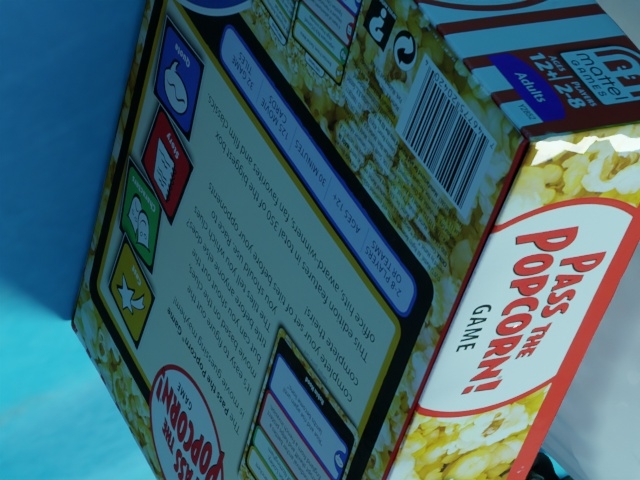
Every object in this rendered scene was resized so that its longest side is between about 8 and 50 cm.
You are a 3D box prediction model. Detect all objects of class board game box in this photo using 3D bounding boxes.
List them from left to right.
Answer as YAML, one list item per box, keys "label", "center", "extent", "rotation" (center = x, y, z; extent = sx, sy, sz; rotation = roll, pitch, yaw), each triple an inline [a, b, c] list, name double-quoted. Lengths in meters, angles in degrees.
- label: "board game box"
  center: [0.000, 0.000, 0.483]
  extent: [0.045, 0.147, 0.193]
  rotation: [-9, 138, -30]

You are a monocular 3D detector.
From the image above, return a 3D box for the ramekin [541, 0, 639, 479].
- label: "ramekin"
  center: [0.154, -0.024, 0.590]
  extent: [0.273, 0.127, 0.273]
  rotation: [-21, 142, -18]

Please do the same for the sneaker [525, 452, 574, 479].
- label: "sneaker"
  center: [0.044, 0.142, 0.733]
  extent: [0.227, 0.087, 0.130]
  rotation: [-4, 133, -39]
